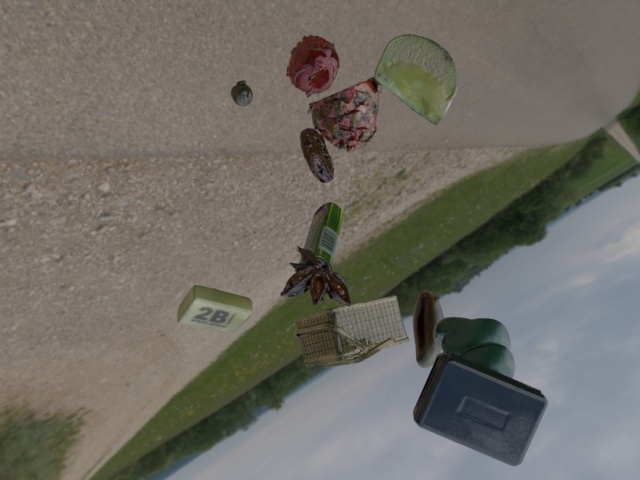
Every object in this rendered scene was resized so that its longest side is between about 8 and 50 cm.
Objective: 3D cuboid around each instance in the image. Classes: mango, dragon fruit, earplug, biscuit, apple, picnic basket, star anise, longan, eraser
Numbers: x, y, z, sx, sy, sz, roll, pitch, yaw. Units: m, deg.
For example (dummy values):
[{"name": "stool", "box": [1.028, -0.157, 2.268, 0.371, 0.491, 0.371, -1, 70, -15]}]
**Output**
[{"name": "mango", "box": [0.380, 0.312, 1.479, 0.111, 0.267, 0.133, 7, 165, -5]}, {"name": "dragon fruit", "box": [-0.032, -0.786, 1.895, 0.252, 0.241, 0.241, -49, 168, -3]}, {"name": "earplug", "box": [0.384, 0.288, 1.062, 0.164, 0.257, 0.280, -4, -149, 1]}, {"name": "biscuit", "box": [-0.007, -0.278, 1.372, 0.049, 0.192, 0.192, -21, 173, 25]}, {"name": "dragon fruit", "box": [0.130, -0.516, 1.806, 0.296, 0.262, 0.314, -30, -162, -24]}, {"name": "apple", "box": [0.311, -0.508, 1.269, 0.120, 0.265, 0.193, -50, 177, -44]}, {"name": "picnic basket", "box": [0.098, 0.305, 1.378, 0.313, 0.175, 0.228, -5, 165, -36]}, {"name": "star anise", "box": [-0.019, 0.101, 1.024, 0.157, 0.212, 0.053, -37, 155, -42]}, {"name": "longan", "box": [-0.377, -0.706, 2.015, 0.106, 0.106, 0.119, -18, 116, -50]}, {"name": "eraser", "box": [-0.283, 0.190, 1.134, 0.172, 0.058, 0.117, 20, 125, -31]}]

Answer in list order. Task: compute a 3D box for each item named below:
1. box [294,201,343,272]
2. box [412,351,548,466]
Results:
[{"name": "box", "box": [0.000, 0.000, 1.516, 0.134, 0.097, 0.345, -41, -160, 33]}, {"name": "box", "box": [0.313, 0.330, 0.828, 0.050, 0.230, 0.160, -128, -119, -87]}]
